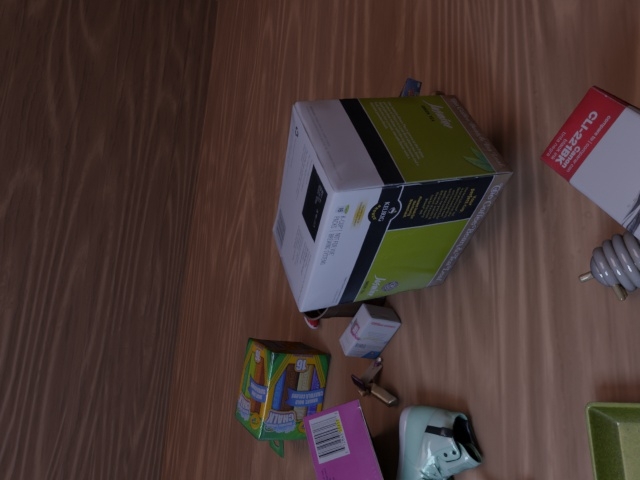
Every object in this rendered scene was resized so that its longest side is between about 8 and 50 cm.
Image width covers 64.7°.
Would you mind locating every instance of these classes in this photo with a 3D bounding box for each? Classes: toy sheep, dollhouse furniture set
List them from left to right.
[{"bbox_3d":[0.144,0.325,1.141,0.114,0.091,0.081,27,62,36],"label":"dollhouse furniture set"},{"bbox_3d":[0.426,0.032,0.700,0.132,0.091,0.091,-29,53,29],"label":"toy sheep"}]

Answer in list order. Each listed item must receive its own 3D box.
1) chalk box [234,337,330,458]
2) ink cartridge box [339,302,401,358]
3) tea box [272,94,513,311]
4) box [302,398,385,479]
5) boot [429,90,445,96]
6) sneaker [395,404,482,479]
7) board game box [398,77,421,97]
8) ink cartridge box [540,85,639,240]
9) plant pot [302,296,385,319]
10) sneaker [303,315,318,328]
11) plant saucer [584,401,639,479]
[{"bbox_3d":[-0.111,0.427,1.361,0.180,0.179,0.289,3,82,59],"label":"chalk box"},{"bbox_3d":[0.113,0.208,1.153,0.123,0.088,0.052,-60,33,28],"label":"ink cartridge box"},{"bbox_3d":[0.106,-0.066,0.935,0.329,0.323,0.220,107,149,-49],"label":"tea box"},{"bbox_3d":[0.066,0.469,0.991,0.243,0.117,0.214,72,180,-50],"label":"box"},{"bbox_3d":[0.246,-0.173,1.097,0.207,0.090,0.249,118,146,-47],"label":"boot"},{"bbox_3d":[0.215,0.431,0.905,0.151,0.094,0.256,-22,63,51],"label":"sneaker"},{"bbox_3d":[0.171,-0.239,1.121,0.136,0.035,0.201,115,172,-63],"label":"board game box"},{"bbox_3d":[0.437,-0.053,0.600,0.114,0.196,0.273,-62,34,28],"label":"ink cartridge box"},{"bbox_3d":[0.055,0.115,1.206,0.167,0.165,0.167,-26,58,52],"label":"plant pot"},{"bbox_3d":[-0.017,0.184,1.421,0.067,0.042,0.119,-54,36,41],"label":"sneaker"},{"bbox_3d":[0.439,0.300,0.624,0.188,0.045,0.189,-23,61,54],"label":"plant saucer"}]
